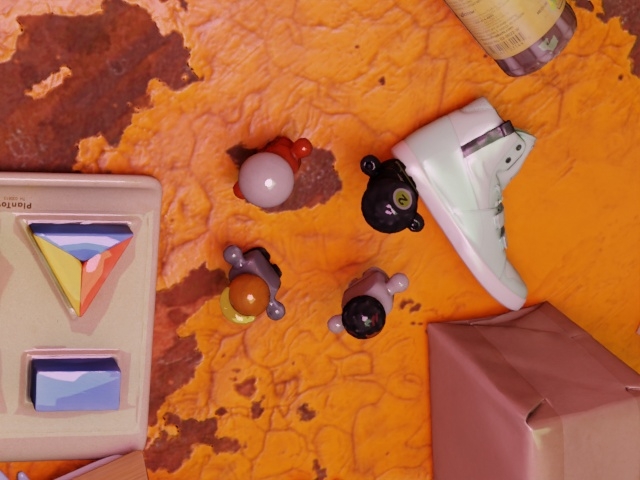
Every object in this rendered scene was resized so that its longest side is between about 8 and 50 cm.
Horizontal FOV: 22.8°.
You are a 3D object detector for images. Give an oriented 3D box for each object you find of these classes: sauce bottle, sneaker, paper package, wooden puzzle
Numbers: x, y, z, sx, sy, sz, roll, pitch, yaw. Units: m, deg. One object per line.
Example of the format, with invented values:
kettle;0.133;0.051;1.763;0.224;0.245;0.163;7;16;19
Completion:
sauce bottle;0.144;-0.329;1.705;0.111;0.111;0.344;-43;117;0
sneaker;0.209;-0.044;1.829;0.151;0.094;0.256;-34;112;3
paper package;0.253;0.277;1.840;0.168;0.309;0.325;-10;112;-17
wooden puzzle;-0.335;0.096;1.718;0.322;0.080;0.348;0;108;-18

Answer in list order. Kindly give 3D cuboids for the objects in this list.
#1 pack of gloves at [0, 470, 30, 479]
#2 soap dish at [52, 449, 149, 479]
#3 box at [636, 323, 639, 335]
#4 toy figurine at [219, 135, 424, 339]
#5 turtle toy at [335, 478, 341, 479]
pack of gloves;-0.387;0.385;1.821;0.195;0.046;0.232;-27;114;-6
soap dish;-0.298;0.392;1.770;0.291;0.118;0.229;-23;124;-23
box;0.520;0.056;1.901;0.117;0.213;0.243;16;102;-21
toy figurine;0.000;0.000;1.723;0.213;0.148;0.209;13;106;1
turtle toy;0.007;0.340;1.918;0.095;0.066;0.130;-40;115;-1
